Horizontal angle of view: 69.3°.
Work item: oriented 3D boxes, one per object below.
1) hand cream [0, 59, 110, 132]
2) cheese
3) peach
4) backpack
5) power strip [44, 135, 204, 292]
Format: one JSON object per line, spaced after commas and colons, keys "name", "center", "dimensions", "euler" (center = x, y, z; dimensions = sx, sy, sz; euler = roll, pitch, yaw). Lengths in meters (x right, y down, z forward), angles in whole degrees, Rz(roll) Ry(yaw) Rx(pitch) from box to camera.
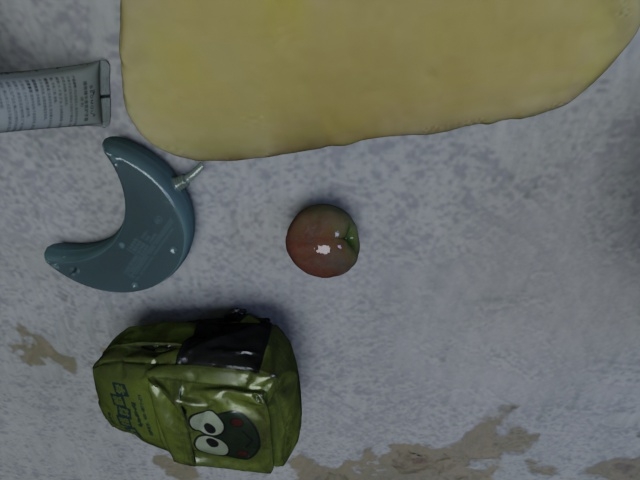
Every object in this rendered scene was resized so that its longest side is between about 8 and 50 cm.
{"name": "hand cream", "center": [-0.266, -0.116, 0.389], "dimensions": [0.042, 0.194, 0.067], "euler": [25, 121, 25]}
{"name": "cheese", "center": [0.015, -0.218, 0.280], "dimensions": [0.384, 0.104, 0.384], "euler": [-1, 143, -1]}
{"name": "peach", "center": [0.001, 0.002, 0.495], "dimensions": [0.083, 0.083, 0.083], "euler": [1, 121, 2]}
{"name": "backpack", "center": [-0.149, 0.184, 0.586], "dimensions": [0.253, 0.140, 0.207], "euler": [3, 122, 8]}
{"name": "power strip", "center": [-0.206, -0.020, 0.514], "dimensions": [0.137, 0.044, 0.216], "euler": [36, 117, -18]}
